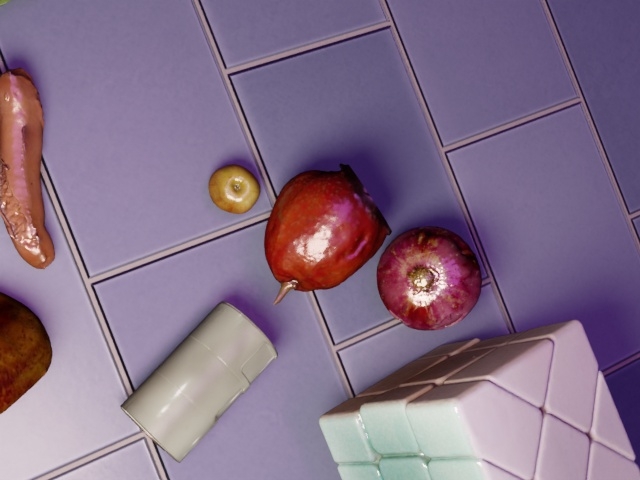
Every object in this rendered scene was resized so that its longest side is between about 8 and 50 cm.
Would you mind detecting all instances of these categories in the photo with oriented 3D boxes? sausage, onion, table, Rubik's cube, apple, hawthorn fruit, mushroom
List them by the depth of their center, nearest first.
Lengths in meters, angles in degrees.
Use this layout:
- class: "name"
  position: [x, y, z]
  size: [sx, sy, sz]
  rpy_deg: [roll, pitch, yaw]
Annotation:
- class: "mushroom"
  position: [-0.530, 0.159, 1.174]
  size: [0.255, 0.267, 0.267]
  rpy_deg: [-37, 97, 14]
- class: "sausage"
  position: [-0.444, -0.107, 1.293]
  size: [0.078, 0.078, 0.304]
  rpy_deg: [-4, 87, -20]
- class: "Rubik's cube"
  position: [0.247, 0.335, 1.313]
  size: [0.319, 0.316, 0.321]
  rpy_deg: [-22, 89, -38]
- class: "table"
  position: [-0.182, 0.212, 1.314]
  size: [0.126, 0.126, 0.220]
  rpy_deg: [47, 71, -8]
- class: "hawthorn fruit"
  position: [0.000, 0.000, 1.388]
  size: [0.190, 0.189, 0.251]
  rpy_deg: [30, 88, -14]
- class: "apple"
  position: [-0.138, -0.084, 1.399]
  size: [0.084, 0.071, 0.083]
  rpy_deg: [3, 81, -19]
- class: "onion"
  position: [0.181, 0.063, 1.455]
  size: [0.177, 0.153, 0.177]
  rpy_deg: [-1, 96, -8]

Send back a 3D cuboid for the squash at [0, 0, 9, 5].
- class: "squash"
  position: [-0.613, -0.374, 1.252]
  size: [0.395, 0.107, 0.107]
  rpy_deg: [-7, 85, -21]
